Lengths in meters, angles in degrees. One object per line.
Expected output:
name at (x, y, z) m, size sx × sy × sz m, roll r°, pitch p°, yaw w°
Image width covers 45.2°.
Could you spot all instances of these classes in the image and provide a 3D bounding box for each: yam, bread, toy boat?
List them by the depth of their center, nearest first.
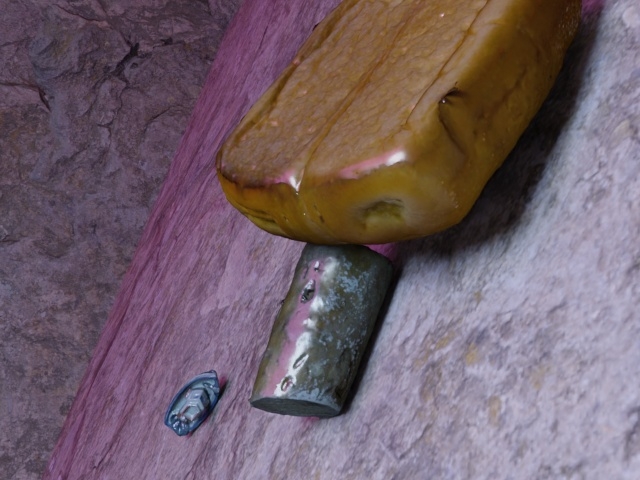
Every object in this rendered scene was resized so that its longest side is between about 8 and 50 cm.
bread at (0.084, -0.128, 0.772) m, size 0.328 × 0.148 × 0.337 m, roll 3°, pitch 53°, yaw 49°
yam at (0.000, 0.100, 0.827) m, size 0.107 × 0.107 × 0.194 m, roll -15°, pitch 51°, yaw 65°
toy boat at (-0.198, 0.255, 1.194) m, size 0.140 × 0.059 × 0.066 m, roll -52°, pitch 9°, yaw 24°
